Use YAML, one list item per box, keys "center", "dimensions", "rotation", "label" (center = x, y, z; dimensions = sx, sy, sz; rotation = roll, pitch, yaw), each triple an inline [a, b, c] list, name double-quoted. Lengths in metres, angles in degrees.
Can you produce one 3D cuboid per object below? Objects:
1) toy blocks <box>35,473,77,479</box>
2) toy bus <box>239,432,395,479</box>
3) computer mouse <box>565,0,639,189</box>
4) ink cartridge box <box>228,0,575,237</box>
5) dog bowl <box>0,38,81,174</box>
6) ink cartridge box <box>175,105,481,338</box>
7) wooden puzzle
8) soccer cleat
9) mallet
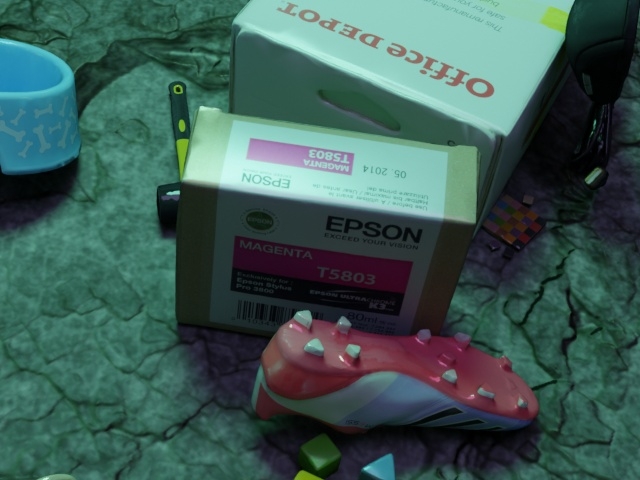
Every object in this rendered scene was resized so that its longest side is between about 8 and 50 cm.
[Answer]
- center: [-0.208, 0.254, 0.834]
  dimensions: [0.123, 0.054, 0.148]
  rotation: [-18, 56, -20]
  label: "toy blocks"
- center: [-0.013, 0.222, 0.854]
  dimensions: [0.202, 0.104, 0.191]
  rotation: [-13, 54, -18]
  label: "toy bus"
- center: [0.253, -0.144, 1.091]
  dimensions: [0.060, 0.262, 0.184]
  rotation: [8, 88, 11]
  label: "computer mouse"
- center: [0.114, -0.219, 1.189]
  dimensions: [0.279, 0.160, 0.384]
  rotation: [24, 52, 13]
  label: "ink cartridge box"
- center: [-0.357, -0.127, 1.047]
  dimensions: [0.297, 0.074, 0.166]
  rotation: [-4, 33, -30]
  label: "dog bowl"
- center: [0.000, 0.000, 0.977]
  dimensions: [0.235, 0.193, 0.088]
  rotation: [9, 50, 0]
  label: "ink cartridge box"
- center: [0.186, -0.016, 1.135]
  dimensions: [0.049, 0.006, 0.083]
  rotation: [36, 56, 20]
  label: "wooden puzzle"
- center: [0.063, 0.124, 0.962]
  dimensions: [0.248, 0.095, 0.083]
  rotation: [14, 34, -24]
  label: "soccer cleat"
- center: [-0.124, -0.090, 1.137]
  dimensions: [0.062, 0.039, 0.189]
  rotation: [2, 47, -4]
  label: "mallet"
